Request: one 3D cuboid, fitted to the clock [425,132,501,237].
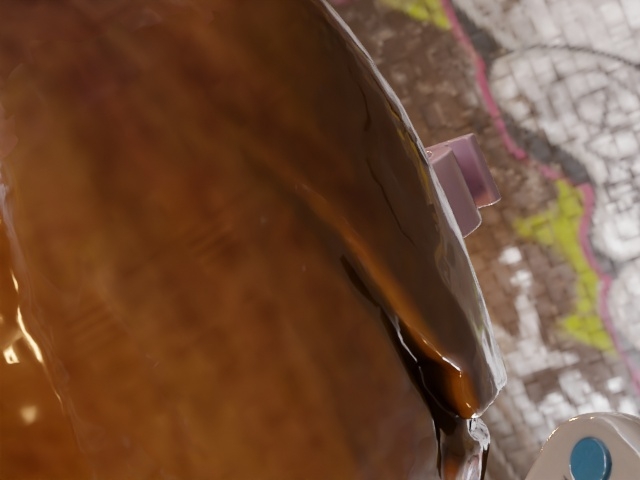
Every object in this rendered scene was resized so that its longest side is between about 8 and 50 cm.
[{"bbox_3d":[0.000,0.000,1.213,0.080,0.290,0.275,67,-158,-8],"label":"clock"}]

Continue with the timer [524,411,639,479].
[{"bbox_3d":[0.282,0.299,1.185,0.087,0.237,0.262,4,-150,-36],"label":"timer"}]

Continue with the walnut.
[{"bbox_3d":[-0.048,0.023,0.427,0.209,0.209,0.336,-86,-18,-49],"label":"walnut"}]
